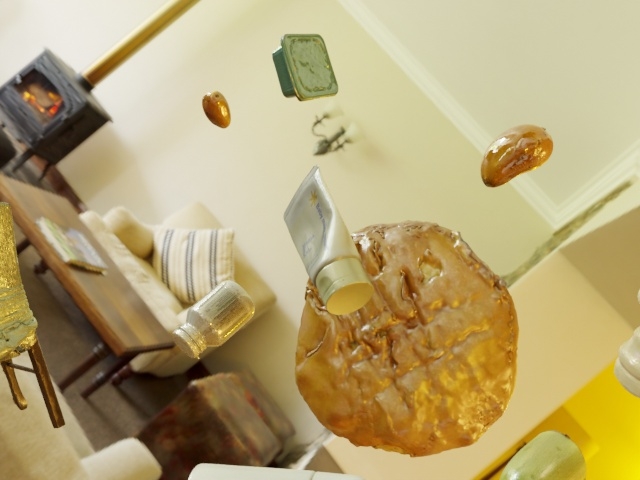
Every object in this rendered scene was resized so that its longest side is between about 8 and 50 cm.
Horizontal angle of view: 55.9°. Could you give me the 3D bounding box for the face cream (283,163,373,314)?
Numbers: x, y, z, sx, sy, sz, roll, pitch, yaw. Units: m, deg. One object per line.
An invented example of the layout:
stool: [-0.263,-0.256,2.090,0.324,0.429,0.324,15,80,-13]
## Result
face cream: [0.000,0.000,0.868,0.070,0.114,0.224,8,41,-36]

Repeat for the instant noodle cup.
instant noodle cup: [-0.042,-0.409,1.444,0.179,0.070,0.157,-26,102,-52]

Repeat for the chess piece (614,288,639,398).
chess piece: [0.533,0.090,0.902,0.139,0.124,0.307,-58,149,-64]

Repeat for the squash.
squash: [0.407,0.458,1.149,0.123,0.187,0.123,35,-43,41]

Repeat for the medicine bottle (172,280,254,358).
medicine bottle: [-0.298,0.221,1.670,0.135,0.215,0.135,32,-34,25]

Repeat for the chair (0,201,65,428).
chair: [-0.475,0.120,0.800,0.186,0.160,0.319,-3,-76,43]

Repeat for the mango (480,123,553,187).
mango: [0.401,-0.181,1.255,0.105,0.159,0.084,62,7,20]

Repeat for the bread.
bread: [0.151,0.165,1.045,0.398,0.398,0.215,50,-1,19]

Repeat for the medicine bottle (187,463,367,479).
medicine bottle: [-0.062,0.472,1.067,0.130,0.341,0.130,-1,90,-78]

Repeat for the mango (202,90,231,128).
mango: [-0.285,-0.361,1.679,0.080,0.060,0.114,29,-37,32]
